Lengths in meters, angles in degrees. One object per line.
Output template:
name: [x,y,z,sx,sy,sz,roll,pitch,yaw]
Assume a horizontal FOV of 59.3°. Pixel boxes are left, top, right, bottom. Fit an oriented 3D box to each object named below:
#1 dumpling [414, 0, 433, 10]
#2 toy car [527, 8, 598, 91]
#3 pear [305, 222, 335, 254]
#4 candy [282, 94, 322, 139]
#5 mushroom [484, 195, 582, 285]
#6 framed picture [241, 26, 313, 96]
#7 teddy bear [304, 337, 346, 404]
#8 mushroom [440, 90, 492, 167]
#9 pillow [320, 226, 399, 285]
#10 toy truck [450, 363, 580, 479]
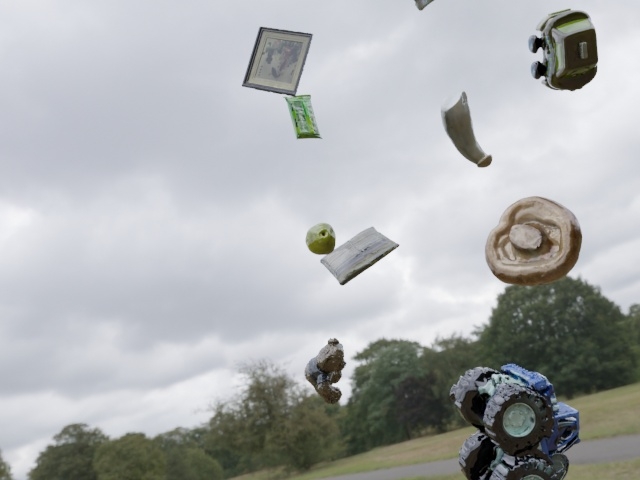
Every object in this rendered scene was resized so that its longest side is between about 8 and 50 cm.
dumpling: [0.280,-0.678,1.374,0.216,0.149,0.105,-54,-20,16]
toy car: [0.784,-0.590,1.763,0.204,0.247,0.198,-13,21,5]
pear: [0.000,0.000,1.524,0.092,0.092,0.097,-12,-31,-9]
candy: [-0.059,-0.420,1.915,0.102,0.178,0.032,-6,-19,-28]
mushroom: [0.590,0.005,1.575,0.278,0.278,0.146,-25,-39,26]
framed picture: [-0.131,-0.540,1.693,0.199,0.195,0.010,17,0,24]
teddy bear: [0.014,0.411,1.770,0.129,0.182,0.251,3,-47,-3]
mushroom: [0.481,-0.358,1.876,0.103,0.270,0.118,-42,23,-25]
pillow: [0.113,0.039,1.709,0.208,0.052,0.212,-35,23,-5]
toy truck: [0.233,0.251,0.640,0.126,0.208,0.113,-6,2,-9]
